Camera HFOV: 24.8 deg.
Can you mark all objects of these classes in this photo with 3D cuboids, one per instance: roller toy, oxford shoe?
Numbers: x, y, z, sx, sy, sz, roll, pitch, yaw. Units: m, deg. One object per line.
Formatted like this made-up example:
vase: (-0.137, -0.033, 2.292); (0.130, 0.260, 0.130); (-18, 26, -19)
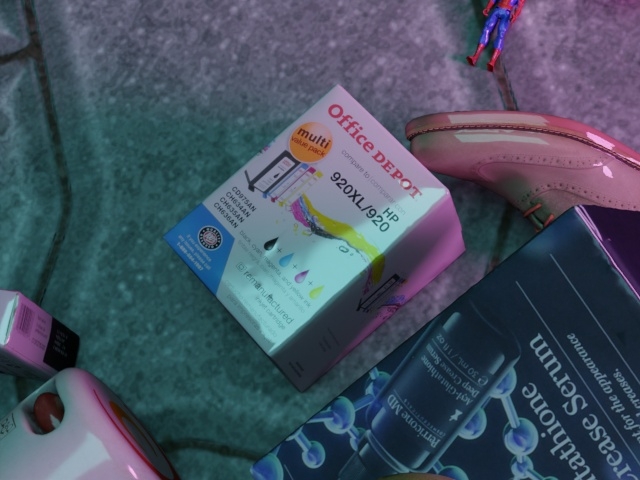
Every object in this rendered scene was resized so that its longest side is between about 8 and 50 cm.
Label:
roller toy: (-0.236, 0.232, 1.410); (0.146, 0.191, 0.209); (-39, 70, -2)
oxford shoe: (0.245, -0.039, 1.411); (0.348, 0.123, 0.130); (14, 81, -2)

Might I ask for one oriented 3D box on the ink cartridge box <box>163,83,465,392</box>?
ink cartridge box: (0.000, 0.000, 1.451); (0.233, 0.168, 0.171); (-42, 70, -5)

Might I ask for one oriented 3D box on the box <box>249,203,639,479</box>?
box: (0.191, 0.203, 1.256); (0.395, 0.212, 0.293); (-42, 69, 24)

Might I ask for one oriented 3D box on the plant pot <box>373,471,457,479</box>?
plant pot: (0.077, 0.308, 1.179); (0.236, 0.032, 0.236); (-1, 87, 32)

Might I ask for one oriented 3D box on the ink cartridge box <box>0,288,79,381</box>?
ink cartridge box: (-0.453, 0.077, 1.507); (0.371, 0.176, 0.069); (6, 74, 12)

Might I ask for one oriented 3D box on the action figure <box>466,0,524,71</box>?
action figure: (0.193, -0.240, 1.567); (0.038, 0.030, 0.115); (19, 75, 21)
